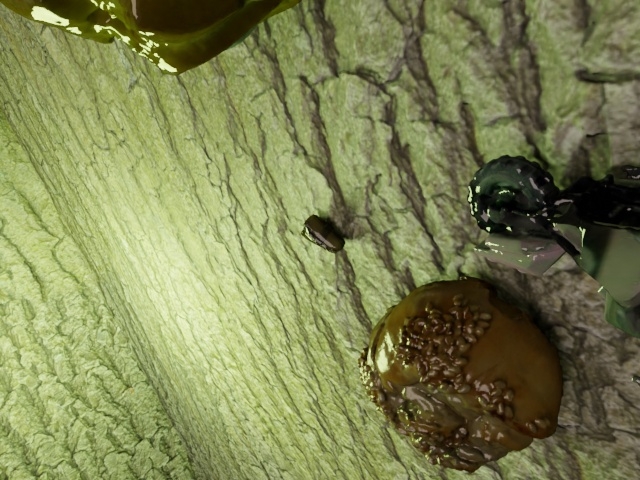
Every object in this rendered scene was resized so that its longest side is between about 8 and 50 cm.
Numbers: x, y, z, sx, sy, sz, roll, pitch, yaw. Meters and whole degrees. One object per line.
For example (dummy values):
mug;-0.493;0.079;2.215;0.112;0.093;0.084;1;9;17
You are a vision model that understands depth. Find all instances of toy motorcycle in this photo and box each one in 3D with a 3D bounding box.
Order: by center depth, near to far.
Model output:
toy motorcycle;0.283;0.028;0.469;0.327;0.143;0.188;22;133;45

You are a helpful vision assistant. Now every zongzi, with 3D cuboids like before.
zongzi;0.000;0.000;0.840;0.076;0.040;0.083;43;153;5

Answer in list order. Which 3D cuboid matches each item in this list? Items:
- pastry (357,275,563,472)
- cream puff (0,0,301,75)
pastry;0.173;0.198;0.700;0.255;0.161;0.311;48;141;13
cream puff;-0.146;-0.350;0.507;0.275;0.378;0.379;32;137;26
